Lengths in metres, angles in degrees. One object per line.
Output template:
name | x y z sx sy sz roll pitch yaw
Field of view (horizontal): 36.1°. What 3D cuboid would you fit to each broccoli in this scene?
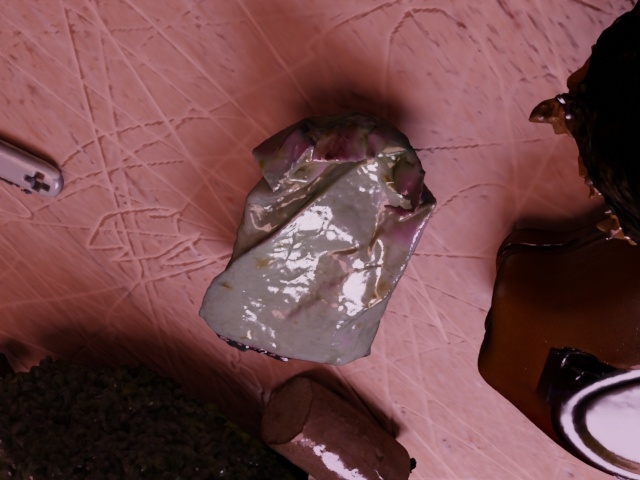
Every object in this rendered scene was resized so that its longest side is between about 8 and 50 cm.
broccoli | -0.155 0.278 0.884 0.339 0.277 0.317 -1 121 11

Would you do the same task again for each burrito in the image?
burrito | 0.000 0.000 0.716 0.144 0.089 0.228 11 137 -12

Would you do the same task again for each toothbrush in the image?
toothbrush | -0.394 -0.130 0.753 0.418 0.040 0.042 27 133 -8

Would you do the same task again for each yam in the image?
yam | 0.014 0.187 0.894 0.127 0.084 0.084 39 132 -22

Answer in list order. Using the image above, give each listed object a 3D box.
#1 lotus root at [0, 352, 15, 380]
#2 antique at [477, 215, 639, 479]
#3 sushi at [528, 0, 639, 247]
lotus root | -0.374 0.162 0.992 0.183 0.090 0.077 -21 96 31
antique | 0.248 0.082 0.679 0.278 0.129 0.223 15 136 7
sushi | 0.308 -0.043 0.487 0.349 0.207 0.234 25 95 -7
